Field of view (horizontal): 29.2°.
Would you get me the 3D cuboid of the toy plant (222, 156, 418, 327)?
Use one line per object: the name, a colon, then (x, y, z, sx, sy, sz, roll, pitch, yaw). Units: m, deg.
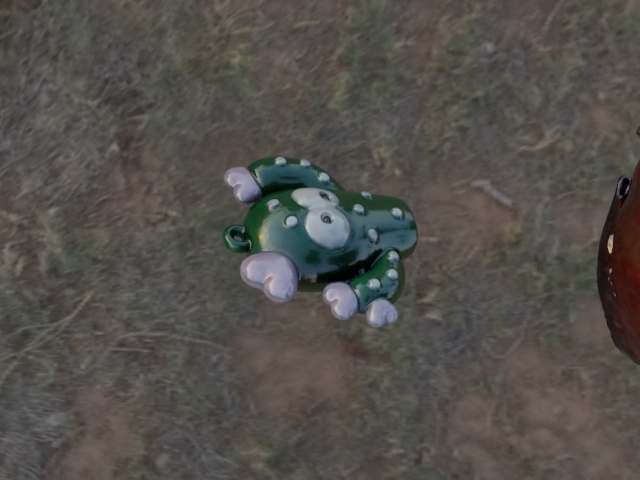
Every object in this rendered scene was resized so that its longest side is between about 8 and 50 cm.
toy plant: (-0.003, -0.003, 1.446, 0.243, 0.113, 0.233, 15, 41, -11)

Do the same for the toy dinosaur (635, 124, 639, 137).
toy dinosaur: (0.471, -0.108, 1.457, 0.179, 0.187, 0.087, 38, 80, -9)

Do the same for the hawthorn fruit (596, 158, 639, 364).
hawthorn fruit: (0.324, 0.023, 0.885, 0.215, 0.249, 0.215, -18, 123, -30)
